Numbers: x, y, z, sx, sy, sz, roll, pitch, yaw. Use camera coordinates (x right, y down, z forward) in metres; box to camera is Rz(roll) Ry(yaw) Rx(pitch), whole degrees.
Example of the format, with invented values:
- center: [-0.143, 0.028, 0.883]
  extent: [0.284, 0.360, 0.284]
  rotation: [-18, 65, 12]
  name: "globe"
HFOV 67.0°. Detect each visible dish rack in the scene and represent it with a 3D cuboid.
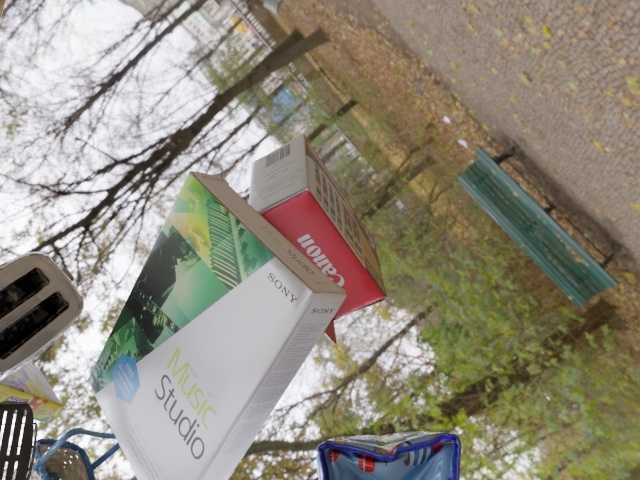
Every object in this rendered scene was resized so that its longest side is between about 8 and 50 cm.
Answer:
- center: [-0.581, 0.342, 0.719]
  extent: [0.272, 0.208, 0.074]
  rotation: [11, 174, -34]
  name: "dish rack"

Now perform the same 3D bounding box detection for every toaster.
- center: [-0.423, 0.109, 0.619]
  extent: [0.129, 0.147, 0.227]
  rotation: [58, -150, -15]
  name: "toaster"

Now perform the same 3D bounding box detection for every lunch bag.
- center: [0.077, 0.351, 0.482]
  extent: [0.221, 0.138, 0.293]
  rotation: [77, -171, -69]
  name: "lunch bag"

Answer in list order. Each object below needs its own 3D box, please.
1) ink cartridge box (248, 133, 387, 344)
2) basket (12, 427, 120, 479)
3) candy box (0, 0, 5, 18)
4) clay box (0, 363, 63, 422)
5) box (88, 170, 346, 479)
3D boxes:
- center: [0.000, 0.000, 0.935]
  extent: [0.309, 0.130, 0.271]
  rotation: [52, -160, -34]
  name: "ink cartridge box"
- center: [-0.817, 0.729, 1.574]
  extent: [0.201, 0.289, 0.254]
  rotation: [40, 174, 34]
  name: "basket"
- center: [-0.333, -0.168, 0.235]
  extent: [0.317, 0.182, 0.087]
  rotation: [21, -175, -2]
  name: "candy box"
- center: [-0.610, 0.270, 0.931]
  extent: [0.127, 0.053, 0.222]
  rotation: [37, 163, 28]
  name: "clay box"
- center: [-0.139, 0.115, 0.541]
  extent: [0.232, 0.321, 0.059]
  rotation: [41, -163, 33]
  name: "box"
